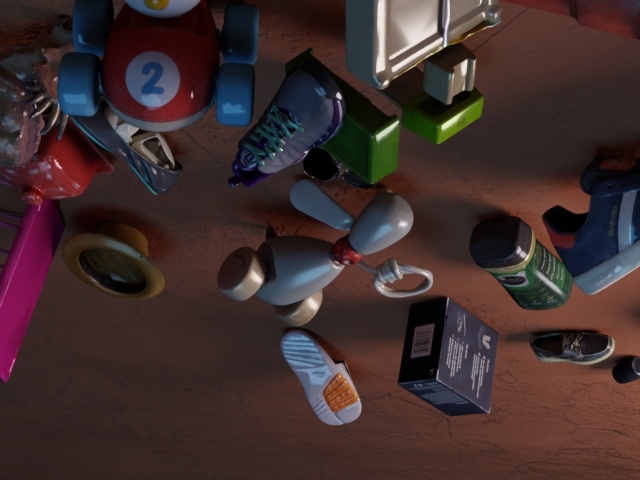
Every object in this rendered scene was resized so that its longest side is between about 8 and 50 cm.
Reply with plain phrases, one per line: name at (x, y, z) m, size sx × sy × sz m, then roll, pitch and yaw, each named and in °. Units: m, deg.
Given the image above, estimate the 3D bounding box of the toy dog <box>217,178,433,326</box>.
toy dog at (0.000, 0.000, 1.756) m, size 0.333 × 0.161 × 0.220 m, roll -16°, pitch 141°, yaw 17°

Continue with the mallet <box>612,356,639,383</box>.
mallet at (0.616, 0.258, 2.065) m, size 0.189 × 0.039 × 0.062 m, roll 22°, pitch 150°, yaw -26°

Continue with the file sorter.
file sorter at (-0.564, 0.051, 1.848) m, size 0.182 × 0.291 × 0.202 m, roll 16°, pitch 161°, yaw 2°

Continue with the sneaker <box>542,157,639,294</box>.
sneaker at (0.429, -0.069, 1.465) m, size 0.350 × 0.131 × 0.148 m, roll -40°, pitch 86°, yaw 37°

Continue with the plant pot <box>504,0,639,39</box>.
plant pot at (0.180, -0.319, 0.975) m, size 0.265 × 0.272 × 0.272 m, roll 12°, pitch 153°, yaw 17°

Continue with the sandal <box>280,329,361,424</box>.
sandal at (0.007, 0.259, 2.267) m, size 0.101 × 0.076 × 0.265 m, roll -17°, pitch 122°, yaw 19°

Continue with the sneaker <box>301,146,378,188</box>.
sneaker at (0.023, -0.108, 1.536) m, size 0.083 × 0.118 × 0.222 m, roll -1°, pitch 149°, yaw 22°

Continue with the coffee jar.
coffee jar at (0.305, 0.034, 1.727) m, size 0.096 × 0.079 × 0.184 m, roll -7°, pitch 147°, yaw 36°

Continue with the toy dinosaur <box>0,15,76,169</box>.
toy dinosaur at (-0.412, -0.171, 1.527) m, size 0.200 × 0.127 × 0.296 m, roll 25°, pitch 136°, yaw 4°

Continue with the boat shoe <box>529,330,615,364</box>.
boat shoe at (0.436, 0.185, 1.975) m, size 0.152 × 0.056 × 0.049 m, roll -12°, pitch 149°, yaw 37°

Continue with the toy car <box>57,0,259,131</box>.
toy car at (-0.179, -0.267, 1.264) m, size 0.219 × 0.210 × 0.238 m, roll 3°, pitch 139°, yaw -2°

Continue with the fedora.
fedora at (-0.350, 0.026, 1.961) m, size 0.194 × 0.079 × 0.194 m, roll 11°, pitch 146°, yaw 7°

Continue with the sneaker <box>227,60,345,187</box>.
sneaker at (-0.043, -0.117, 1.275) m, size 0.083 × 0.098 × 0.224 m, roll 47°, pitch 156°, yaw 4°

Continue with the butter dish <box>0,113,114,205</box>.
butter dish at (-0.420, -0.107, 1.707) m, size 0.160 × 0.118 × 0.160 m, roll 0°, pitch 149°, yaw 22°

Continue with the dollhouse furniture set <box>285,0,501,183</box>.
dollhouse furniture set at (0.080, -0.244, 1.255) m, size 0.151 × 0.197 × 0.302 m, roll 42°, pitch 153°, yaw 29°

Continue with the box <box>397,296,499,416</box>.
box at (0.226, 0.208, 1.989) m, size 0.093 × 0.156 × 0.158 m, roll -16°, pitch 141°, yaw 42°

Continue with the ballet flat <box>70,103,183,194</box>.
ballet flat at (-0.273, -0.147, 1.643) m, size 0.074 × 0.074 × 0.203 m, roll -12°, pitch 137°, yaw 37°
